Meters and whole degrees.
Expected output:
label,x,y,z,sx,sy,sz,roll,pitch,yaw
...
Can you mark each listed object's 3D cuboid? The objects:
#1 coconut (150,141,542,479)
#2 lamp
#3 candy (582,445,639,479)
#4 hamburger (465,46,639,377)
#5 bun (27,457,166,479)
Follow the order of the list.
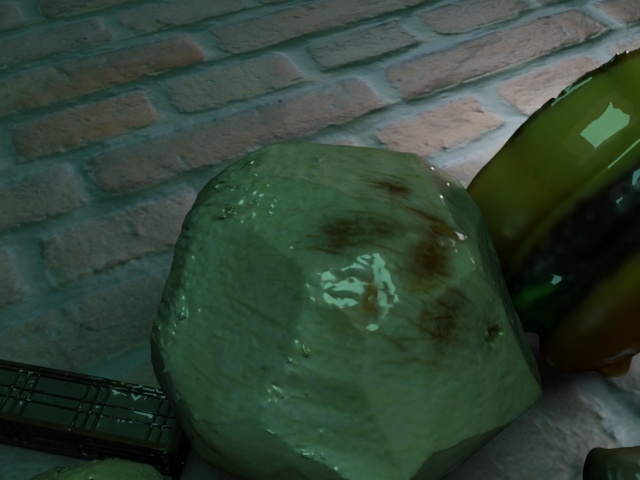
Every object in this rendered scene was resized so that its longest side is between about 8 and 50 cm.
label,x,y,z,sx,sy,sz,roll,pitch,yaw
coconut,0.040,0.091,0.750,0.415,0.415,0.344,11,7,7
lamp,-0.316,0.205,0.827,0.325,0.090,0.089,8,49,6
candy,0.356,0.335,0.733,0.104,0.102,0.234,0,46,-2
hamburger,0.377,-0.014,0.845,0.396,0.396,0.277,-25,65,-23
bun,-0.251,0.331,0.678,0.259,0.152,0.259,3,49,-3
